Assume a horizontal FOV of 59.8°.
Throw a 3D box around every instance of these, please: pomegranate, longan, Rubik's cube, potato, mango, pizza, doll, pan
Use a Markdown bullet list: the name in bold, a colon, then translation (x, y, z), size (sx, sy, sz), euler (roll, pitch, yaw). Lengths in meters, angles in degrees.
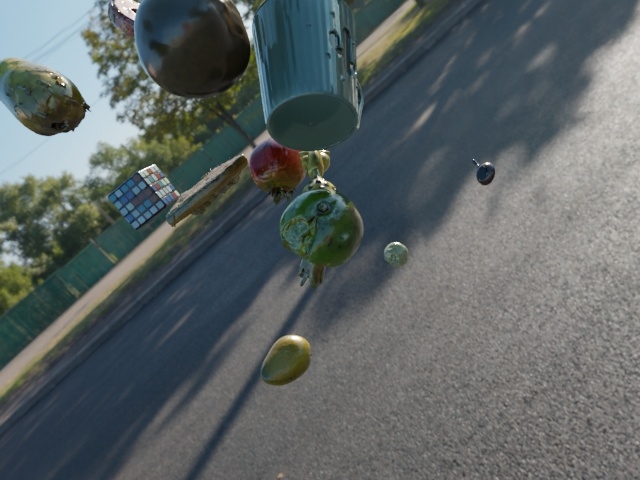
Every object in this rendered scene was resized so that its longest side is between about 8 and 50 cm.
- **pomegranate**: translation (0.000, 0.000, 1.579), size (0.236, 0.235, 0.302), euler (-56, -19, -44)
- **longan**: translation (-0.335, -0.523, 1.451), size (0.318, 0.319, 0.319), euler (-38, 15, 12)
- **Rubik's cube**: translation (-0.727, -0.182, 2.314), size (0.187, 0.182, 0.184), euler (-35, 9, 14)
- **potato**: translation (-0.630, -0.321, 1.246), size (0.300, 0.173, 0.140), euler (26, 66, 37)
- **mango**: translation (-0.113, 0.390, 1.796), size (0.195, 0.137, 0.098), euler (-34, -21, -27)
- **pizza**: translation (-0.370, -0.161, 1.829), size (0.323, 0.089, 0.223), euler (-41, 17, -7)
- **pomegranate**: translation (-0.153, -0.252, 1.990), size (0.210, 0.210, 0.235), euler (-19, 70, 54)
- **doll**: translation (-0.013, -0.206, 1.800), size (0.117, 0.086, 0.291), euler (-2, 47, -7)
- **pan**: translation (0.473, -0.211, 1.650), size (0.069, 0.023, 0.115), euler (-66, 32, 29)

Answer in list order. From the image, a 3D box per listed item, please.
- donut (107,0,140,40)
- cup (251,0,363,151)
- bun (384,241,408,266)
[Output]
- **donut**: translation (-0.724, -0.851, 2.149), size (0.085, 0.199, 0.233), euler (-53, 40, 29)
- **cup**: translation (0.002, -0.487, 1.637), size (0.310, 0.400, 0.393), euler (134, 137, -53)
- **bun**: translation (0.247, 0.051, 1.833), size (0.086, 0.086, 0.055), euler (-28, 5, 41)
